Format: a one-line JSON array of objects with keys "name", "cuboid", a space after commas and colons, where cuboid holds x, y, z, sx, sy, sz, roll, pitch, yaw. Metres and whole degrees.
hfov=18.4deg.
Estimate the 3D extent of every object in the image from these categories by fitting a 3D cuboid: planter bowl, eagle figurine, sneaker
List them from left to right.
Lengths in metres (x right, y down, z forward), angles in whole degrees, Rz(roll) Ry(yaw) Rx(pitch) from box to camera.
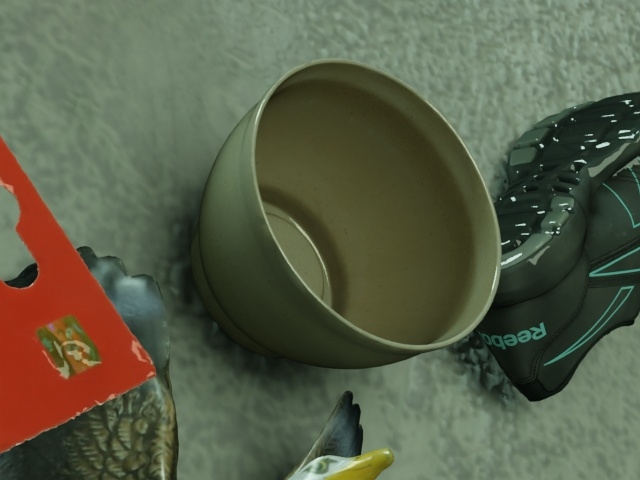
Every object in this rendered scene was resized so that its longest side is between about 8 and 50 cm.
[{"name": "eagle figurine", "cuboid": [-0.059, 0.150, 0.875, 0.225, 0.298, 0.226, -10, 109, -10]}, {"name": "planter bowl", "cuboid": [0.000, 0.000, 1.042, 0.162, 0.109, 0.162, 19, 56, -31]}, {"name": "sneaker", "cuboid": [0.158, -0.006, 1.211, 0.267, 0.101, 0.106, -45, 120, -46]}]

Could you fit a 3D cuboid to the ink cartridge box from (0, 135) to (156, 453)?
[{"name": "ink cartridge box", "cuboid": [-0.187, 0.008, 0.691, 0.232, 0.066, 0.189, -27, 76, -33]}]
